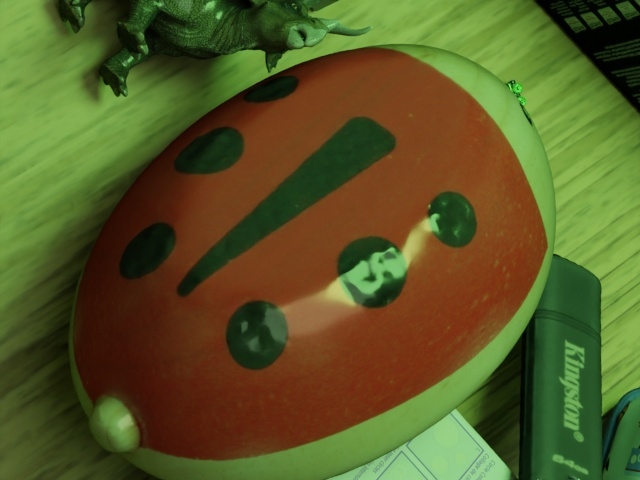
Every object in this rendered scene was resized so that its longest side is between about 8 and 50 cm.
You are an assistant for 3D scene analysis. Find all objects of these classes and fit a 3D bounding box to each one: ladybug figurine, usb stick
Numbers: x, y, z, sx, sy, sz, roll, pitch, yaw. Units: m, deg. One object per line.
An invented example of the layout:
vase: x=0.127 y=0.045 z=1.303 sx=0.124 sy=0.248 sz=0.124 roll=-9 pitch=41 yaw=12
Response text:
ladybug figurine: x=0.000 y=0.000 z=1.465 sx=0.305 sy=0.162 sz=0.449 roll=34 pitch=57 yaw=19
usb stick: x=0.196 y=0.123 z=1.609 sx=0.077 sy=0.045 sz=0.278 roll=31 pitch=41 yaw=-22

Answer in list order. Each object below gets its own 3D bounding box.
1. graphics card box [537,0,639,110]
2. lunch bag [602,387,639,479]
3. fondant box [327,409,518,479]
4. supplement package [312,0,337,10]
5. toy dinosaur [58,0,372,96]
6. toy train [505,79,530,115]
graphics card box: x=0.305 y=-0.202 z=1.668 sx=0.371 sy=0.233 sz=0.094 roll=43 pitch=71 yaw=-15
lunch bag: x=0.353 y=0.265 z=1.705 sx=0.303 sy=0.115 sz=0.243 roll=20 pitch=77 yaw=-24
fondant box: x=0.054 y=0.256 z=1.525 sx=0.330 sy=0.096 sz=0.238 roll=48 pitch=58 yaw=-5
supplement package: x=0.038 y=-0.330 z=1.602 sx=0.139 sy=0.134 sz=0.244 roll=40 pitch=68 yaw=-17
toy dinosaur: x=-0.122 y=-0.214 z=1.530 sx=0.160 sy=0.121 sz=0.313 roll=-32 pitch=67 yaw=-24
toy train: x=0.170 y=-0.096 z=1.708 sx=0.024 sy=0.017 sz=0.083 roll=-16 pitch=91 yaw=-17
